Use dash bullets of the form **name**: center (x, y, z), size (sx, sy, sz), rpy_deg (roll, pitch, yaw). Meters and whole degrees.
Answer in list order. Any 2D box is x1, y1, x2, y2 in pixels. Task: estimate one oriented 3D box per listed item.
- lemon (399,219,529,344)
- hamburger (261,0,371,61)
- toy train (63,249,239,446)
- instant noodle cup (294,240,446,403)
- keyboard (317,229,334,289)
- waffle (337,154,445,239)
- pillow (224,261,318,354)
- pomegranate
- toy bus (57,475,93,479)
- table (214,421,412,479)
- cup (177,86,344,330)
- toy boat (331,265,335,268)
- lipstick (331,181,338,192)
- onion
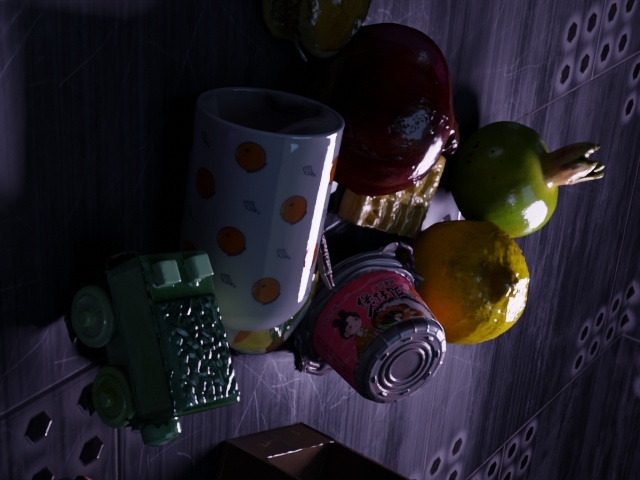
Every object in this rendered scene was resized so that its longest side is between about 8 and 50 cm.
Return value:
- **lemon**: center (0.275, 0.079, 2.428), size (0.245, 0.320, 0.245), rpy_deg (2, 86, -25)
- **hamburger**: center (-0.010, -0.357, 1.866), size (0.177, 0.113, 0.185), rpy_deg (-25, 138, -56)
- **toy train**: center (-0.225, 0.139, 1.711), size (0.159, 0.188, 0.272), rpy_deg (-4, 77, -50)
- **instant noodle cup**: center (0.107, 0.171, 2.236), size (0.258, 0.181, 0.302), rpy_deg (9, 118, -40)
- **keyboard**: center (0.000, 0.000, 2.096), size (0.055, 0.017, 0.166), rpy_deg (61, 15, -53)
- **waffle**: center (0.133, -0.097, 2.306), size (0.274, 0.057, 0.168), rpy_deg (9, 101, -59)
- **pillow**: center (-0.090, 0.073, 2.054), size (0.233, 0.086, 0.214), rpy_deg (-49, 135, -23)
- **pomegranate**: center (0.407, -0.125, 2.494), size (0.236, 0.302, 0.236), rpy_deg (21, 65, -56)
- **toy bus**: center (-0.291, 0.471, 1.820), size (0.194, 0.287, 0.232), rpy_deg (-62, 166, -8)
- **table**: center (-0.016, 0.479, 2.229), size (0.250, 0.282, 0.196), rpy_deg (0, 109, -58)
- **cup**: center (-0.097, -0.040, 1.829), size (0.212, 0.212, 0.317), rpy_deg (-19, 126, -52)
- **toy boat**: center (0.071, 0.069, 2.316), size (0.140, 0.066, 0.059), rpy_deg (4, 112, -31)
- **lipstick**: center (0.023, -0.103, 2.161), size (0.107, 0.025, 0.025), rpy_deg (-35, 138, -52)
- **onion**: center (0.099, -0.203, 1.977), size (0.276, 0.276, 0.276), rpy_deg (-36, 138, -42)
